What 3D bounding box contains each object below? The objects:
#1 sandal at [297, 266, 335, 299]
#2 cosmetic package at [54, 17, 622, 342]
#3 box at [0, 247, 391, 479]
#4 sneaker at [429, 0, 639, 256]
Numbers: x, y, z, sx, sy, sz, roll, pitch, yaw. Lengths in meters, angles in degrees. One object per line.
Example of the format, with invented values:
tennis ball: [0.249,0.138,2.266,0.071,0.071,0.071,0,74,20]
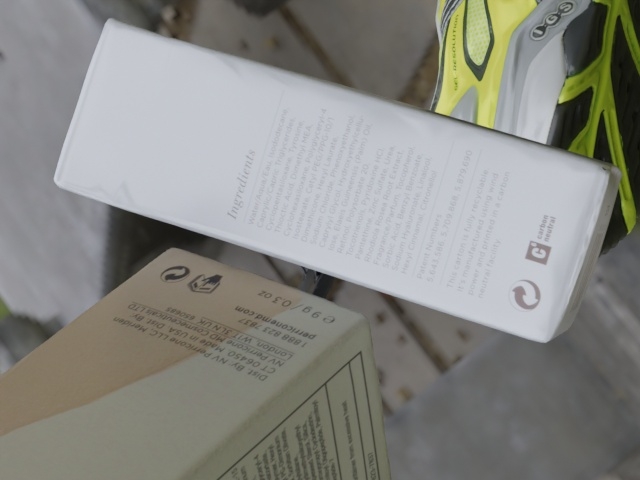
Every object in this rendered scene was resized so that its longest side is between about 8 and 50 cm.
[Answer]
sandal: [0.000,0.000,1.384,0.040,0.179,0.067,25,172,-9]
cosmetic package: [0.012,-0.028,0.797,0.231,0.085,0.117,19,-176,11]
box: [-0.110,0.149,0.727,0.121,0.311,0.148,19,130,34]
sneaker: [0.146,-0.178,1.060,0.147,0.384,0.145,10,162,41]
